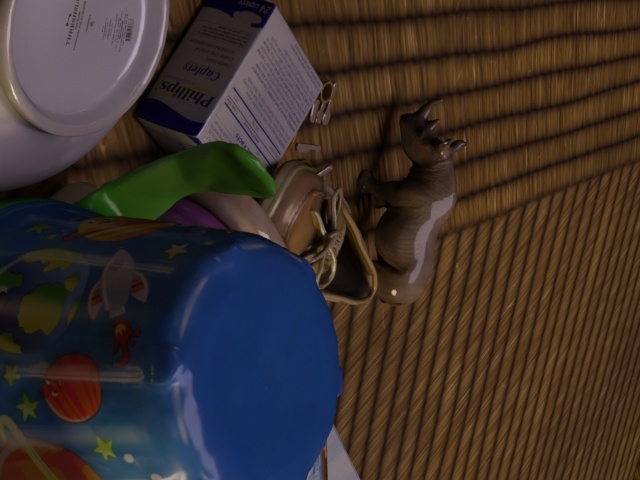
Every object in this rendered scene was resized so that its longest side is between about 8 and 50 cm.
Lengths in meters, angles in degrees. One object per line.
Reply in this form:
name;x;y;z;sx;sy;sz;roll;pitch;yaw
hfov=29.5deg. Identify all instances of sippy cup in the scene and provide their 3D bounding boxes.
sippy cup;-0.118;0.082;0.770;0.240;0.224;0.305;3;85;-55

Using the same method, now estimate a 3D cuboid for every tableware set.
tableware set;-0.019;-0.091;1.210;0.104;0.024;0.154;2;107;-59

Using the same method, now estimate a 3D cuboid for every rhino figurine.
rhino figurine;0.097;-0.041;1.348;0.073;0.106;0.243;7;102;-60

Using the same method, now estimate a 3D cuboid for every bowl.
bowl;-0.193;-0.150;0.777;0.298;0.134;0.297;-36;137;-43

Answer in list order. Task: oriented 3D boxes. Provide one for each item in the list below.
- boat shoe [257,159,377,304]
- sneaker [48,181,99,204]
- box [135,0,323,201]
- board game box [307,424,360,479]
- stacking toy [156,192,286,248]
boat shoe;0.000;0.000;1.170;0.104;0.089;0.285;-60;165;-3
sneaker;-0.236;0.028;0.886;0.212;0.080;0.094;-56;136;-20
box;-0.075;-0.121;1.049;0.137;0.072;0.126;-61;150;-15
board game box;-0.074;0.345;1.289;0.318;0.066;0.318;-48;131;-32
stacking toy;-0.177;0.087;0.973;0.330;0.141;0.141;-44;142;-27
